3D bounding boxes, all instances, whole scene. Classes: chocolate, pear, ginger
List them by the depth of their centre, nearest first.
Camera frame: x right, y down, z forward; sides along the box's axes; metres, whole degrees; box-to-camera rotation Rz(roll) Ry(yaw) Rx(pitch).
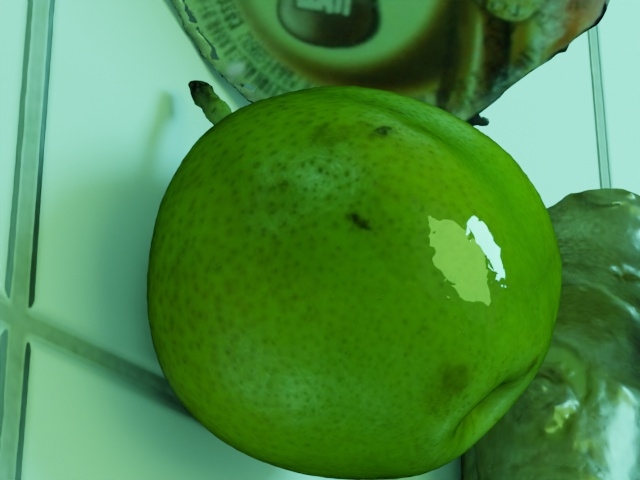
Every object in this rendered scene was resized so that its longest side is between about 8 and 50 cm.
[{"bbox_3d":[0.000,0.000,0.814,0.180,0.166,0.216,-18,62,-46],"label":"pear"},{"bbox_3d":[0.036,-0.167,0.931,0.221,0.221,0.147,57,21,-20],"label":"chocolate"},{"bbox_3d":[0.131,0.087,0.992,0.116,0.109,0.263,27,46,-12],"label":"ginger"}]
